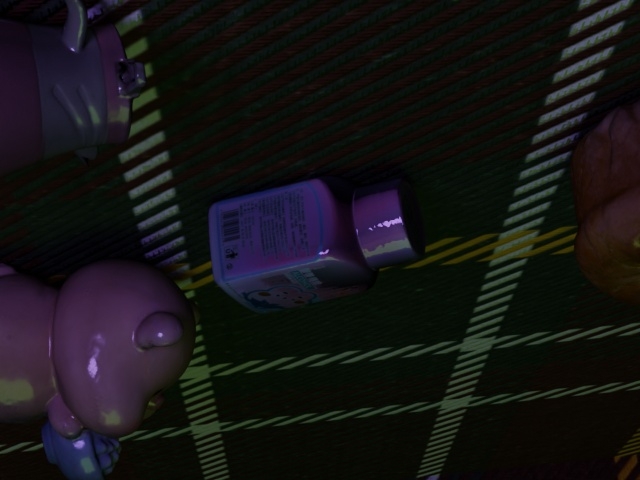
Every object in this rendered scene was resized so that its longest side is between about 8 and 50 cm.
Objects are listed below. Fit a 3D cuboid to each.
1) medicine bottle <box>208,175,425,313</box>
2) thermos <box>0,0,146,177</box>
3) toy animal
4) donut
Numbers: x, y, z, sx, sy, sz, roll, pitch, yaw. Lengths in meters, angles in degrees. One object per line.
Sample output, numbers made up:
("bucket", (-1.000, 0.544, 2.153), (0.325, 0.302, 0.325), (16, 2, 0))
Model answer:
("medicine bottle", (0.000, 0.000, 1.463), (0.188, 0.094, 0.119), (-13, 157, 17))
("thermos", (-0.262, -0.108, 1.065), (0.265, 0.146, 0.176), (-9, 135, -18))
("toy animal", (-0.253, 0.106, 1.563), (0.221, 0.229, 0.210), (35, -172, 0))
("donut", (0.386, -0.046, 1.383), (0.317, 0.150, 0.299), (1, 158, -17))
